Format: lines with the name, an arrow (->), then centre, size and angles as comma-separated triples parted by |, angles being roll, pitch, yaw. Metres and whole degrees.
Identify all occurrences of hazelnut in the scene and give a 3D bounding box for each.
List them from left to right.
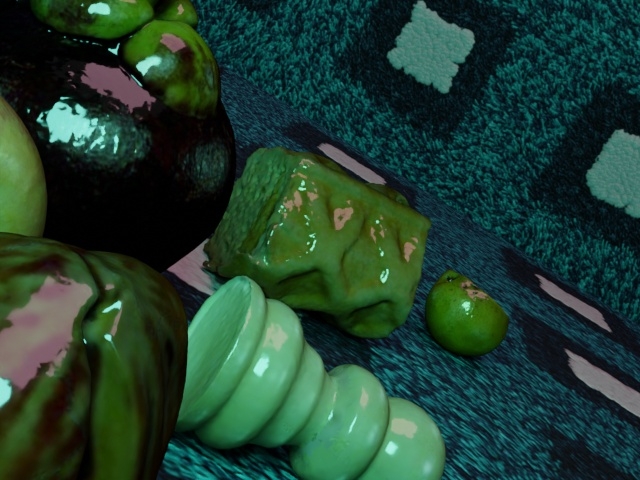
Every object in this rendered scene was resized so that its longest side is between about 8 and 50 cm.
hazelnut -> -0.174, 0.085, 0.523 | 0.217, 0.217, 0.251 | 37, 15, 20

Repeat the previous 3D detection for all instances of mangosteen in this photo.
mangosteen -> -0.226, -0.105, 0.867 | 0.297, 0.297, 0.313 | -78, 153, -76

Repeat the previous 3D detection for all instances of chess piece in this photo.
chess piece -> 0.001, 0.151, 0.843 | 0.251, 0.144, 0.144 | 32, 13, -20

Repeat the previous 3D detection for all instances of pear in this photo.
pear -> 0.213, 0.119, 1.473 | 0.141, 0.104, 0.141 | 46, -6, 6

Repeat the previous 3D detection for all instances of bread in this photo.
bread -> -0.002, -0.002, 1.255 | 0.252, 0.238, 0.196 | 30, -27, -22

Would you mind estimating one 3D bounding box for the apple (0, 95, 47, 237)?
apple -> -0.290, -0.019, 0.646 | 0.164, 0.209, 0.209 | 27, 7, 42
